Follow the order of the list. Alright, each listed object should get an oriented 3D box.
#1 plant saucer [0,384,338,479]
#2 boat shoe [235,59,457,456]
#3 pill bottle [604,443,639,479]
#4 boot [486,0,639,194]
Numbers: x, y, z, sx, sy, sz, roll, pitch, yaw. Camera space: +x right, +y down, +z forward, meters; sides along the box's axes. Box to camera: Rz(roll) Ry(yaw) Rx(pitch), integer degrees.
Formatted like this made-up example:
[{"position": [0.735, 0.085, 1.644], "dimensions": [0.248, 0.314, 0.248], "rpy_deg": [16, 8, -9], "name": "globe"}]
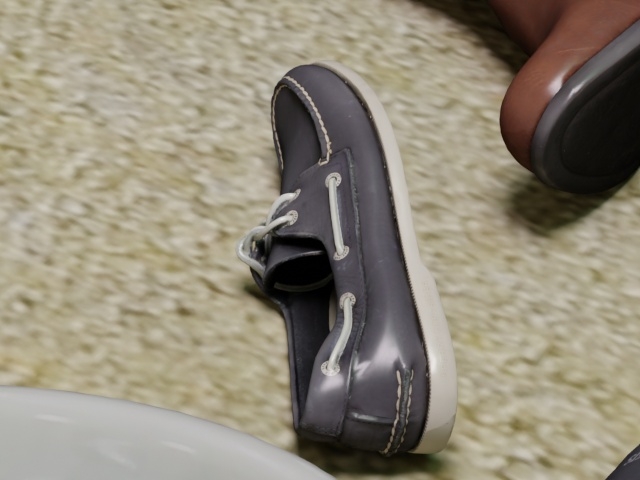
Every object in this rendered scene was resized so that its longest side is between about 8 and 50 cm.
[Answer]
[{"position": [-0.160, 0.159, 0.510], "dimensions": [0.400, 0.100, 0.400], "rpy_deg": [-3, 20, 1], "name": "plant saucer"}, {"position": [0.000, 0.000, 0.784], "dimensions": [0.065, 0.075, 0.206], "rpy_deg": [-3, 49, -17], "name": "boat shoe"}, {"position": [0.087, 0.169, 0.576], "dimensions": [0.130, 0.130, 0.246], "rpy_deg": [32, 47, 23], "name": "pill bottle"}, {"position": [0.055, -0.146, 0.935], "dimensions": [0.280, 0.096, 0.264], "rpy_deg": [24, 45, 16], "name": "boot"}]
